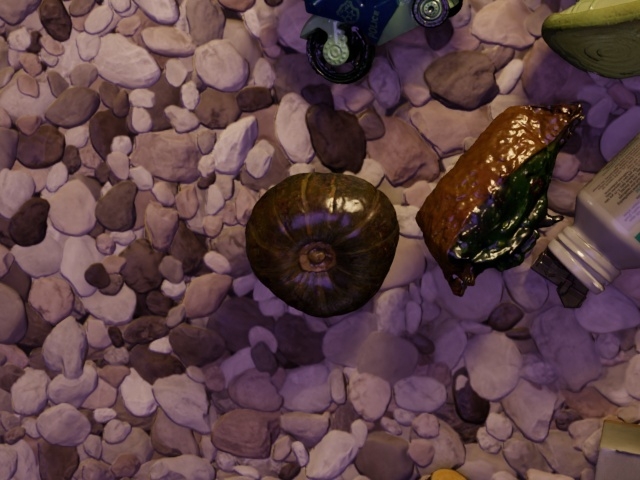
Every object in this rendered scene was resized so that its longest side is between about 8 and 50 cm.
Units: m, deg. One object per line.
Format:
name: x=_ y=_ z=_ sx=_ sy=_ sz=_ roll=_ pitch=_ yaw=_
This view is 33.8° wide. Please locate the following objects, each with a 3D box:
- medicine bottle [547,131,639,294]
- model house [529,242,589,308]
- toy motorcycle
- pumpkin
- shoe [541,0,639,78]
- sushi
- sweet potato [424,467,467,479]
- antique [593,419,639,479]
medicine bottle: x=0.399 y=-0.036 z=1.349 sx=0.135 sy=0.135 sz=0.215 roll=45 pitch=100 yaw=5
model house: x=0.327 y=0.053 z=1.437 sx=0.083 sy=0.057 sz=0.058 roll=34 pitch=145 yaw=7
toy motorcycle: x=0.088 y=-0.355 z=1.403 sx=0.331 sy=0.125 sz=0.196 roll=-32 pitch=97 yaw=30
pumpkin: x=0.000 y=0.000 z=1.481 sx=0.219 sy=0.162 sz=0.219 roll=3 pitch=123 yaw=4
shoe: x=0.409 y=-0.273 z=1.309 sx=0.262 sy=0.128 sz=0.140 roll=-1 pitch=141 yaw=51
sushi: x=0.245 y=-0.056 z=1.403 sx=0.287 sy=0.149 sz=0.140 roll=-47 pitch=53 yaw=-4
sweet potato: x=0.161 y=0.469 z=1.537 sx=0.112 sy=0.085 sz=0.285 roll=4 pitch=100 yaw=11
antique: x=0.440 y=0.330 z=1.400 sx=0.152 sy=0.148 sz=0.146 roll=8 pitch=100 yaw=16
